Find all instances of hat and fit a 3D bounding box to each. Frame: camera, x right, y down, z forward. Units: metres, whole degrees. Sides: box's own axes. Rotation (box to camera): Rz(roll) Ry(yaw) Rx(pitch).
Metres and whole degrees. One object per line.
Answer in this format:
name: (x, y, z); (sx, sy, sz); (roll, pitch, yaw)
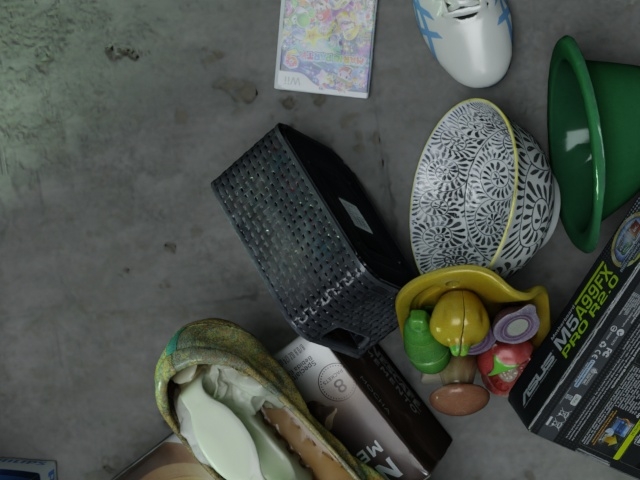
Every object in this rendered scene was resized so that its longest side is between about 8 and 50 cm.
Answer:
hat: (0.294, -0.100, 1.432); (0.183, 0.173, 0.208); (-7, 124, -5)

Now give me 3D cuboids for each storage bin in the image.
storage bin: (0.000, 0.000, 1.490); (0.084, 0.122, 0.180); (-41, 60, 15)

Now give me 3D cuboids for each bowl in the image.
bowl: (0.151, -0.031, 1.482); (0.080, 0.170, 0.170); (10, 104, -27)

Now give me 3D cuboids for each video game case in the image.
video game case: (0.006, -0.191, 1.544); (0.087, 0.011, 0.122); (7, 101, 12)

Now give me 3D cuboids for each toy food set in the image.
toy food set: (0.132, 0.099, 1.460); (0.128, 0.218, 0.071); (-5, 61, 8)

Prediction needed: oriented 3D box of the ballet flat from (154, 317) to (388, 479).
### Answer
ballet flat: (-0.014, 0.214, 1.435); (0.123, 0.123, 0.348); (-41, 89, 16)

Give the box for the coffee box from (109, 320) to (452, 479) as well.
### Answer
coffee box: (-0.052, 0.214, 1.566); (0.297, 0.119, 0.168); (-38, 88, 16)

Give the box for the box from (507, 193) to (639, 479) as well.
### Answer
box: (0.315, 0.075, 1.437); (0.216, 0.060, 0.270); (24, 107, -23)

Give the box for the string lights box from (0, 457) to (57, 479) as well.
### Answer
string lights box: (-0.319, 0.295, 1.570); (0.077, 0.260, 0.133); (1, 100, 14)

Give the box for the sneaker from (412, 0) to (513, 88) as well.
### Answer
sneaker: (0.109, -0.243, 1.474); (0.085, 0.086, 0.237); (-12, 97, 13)
